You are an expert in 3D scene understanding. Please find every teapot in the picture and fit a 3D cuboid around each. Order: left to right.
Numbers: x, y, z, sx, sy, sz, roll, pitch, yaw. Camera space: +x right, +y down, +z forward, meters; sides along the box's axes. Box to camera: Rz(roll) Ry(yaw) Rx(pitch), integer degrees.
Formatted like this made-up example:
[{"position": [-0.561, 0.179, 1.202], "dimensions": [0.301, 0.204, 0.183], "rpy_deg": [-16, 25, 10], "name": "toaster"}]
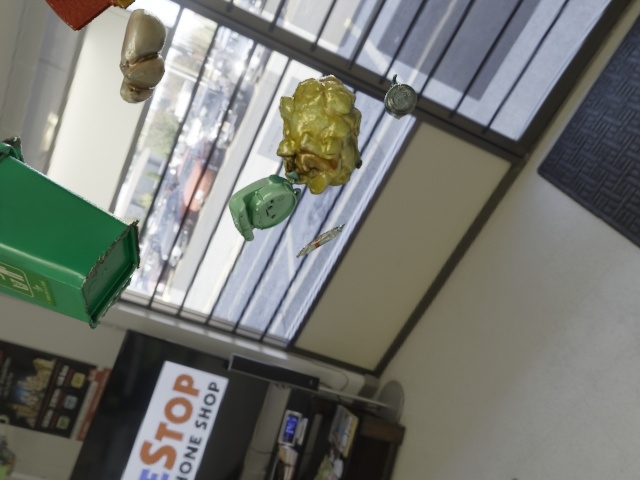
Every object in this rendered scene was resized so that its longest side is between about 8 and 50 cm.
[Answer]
[{"position": [0.122, -0.228, 0.881], "dimensions": [0.049, 0.063, 0.083], "rpy_deg": [-38, 5, 5], "name": "teapot"}]

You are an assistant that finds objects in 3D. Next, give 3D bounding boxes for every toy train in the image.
[{"position": [-0.485, -0.596, 1.222], "dimensions": [0.232, 0.163, 0.369], "rpy_deg": [-32, 33, 9], "name": "toy train"}]

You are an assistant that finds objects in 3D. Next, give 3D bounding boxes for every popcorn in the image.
[{"position": [-0.003, -0.257, 1.366], "dimensions": [0.252, 0.215, 0.286], "rpy_deg": [-95, -1, -51], "name": "popcorn"}]

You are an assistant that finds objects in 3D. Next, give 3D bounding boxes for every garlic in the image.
[{"position": [-0.545, -0.559, 1.676], "dimensions": [0.325, 0.132, 0.278], "rpy_deg": [-140, 54, -59], "name": "garlic"}]

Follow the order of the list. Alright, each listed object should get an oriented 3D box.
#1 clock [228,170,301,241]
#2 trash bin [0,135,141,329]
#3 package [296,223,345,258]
[{"position": [-0.122, -0.089, 1.302], "dimensions": [0.060, 0.189, 0.148], "rpy_deg": [51, 165, 27], "name": "clock"}, {"position": [-0.590, -0.012, 1.165], "dimensions": [0.259, 0.381, 0.295], "rpy_deg": [112, -176, -52], "name": "trash bin"}, {"position": [0.000, 0.000, 1.035], "dimensions": [0.110, 0.015, 0.037], "rpy_deg": [-32, 18, 26], "name": "package"}]
